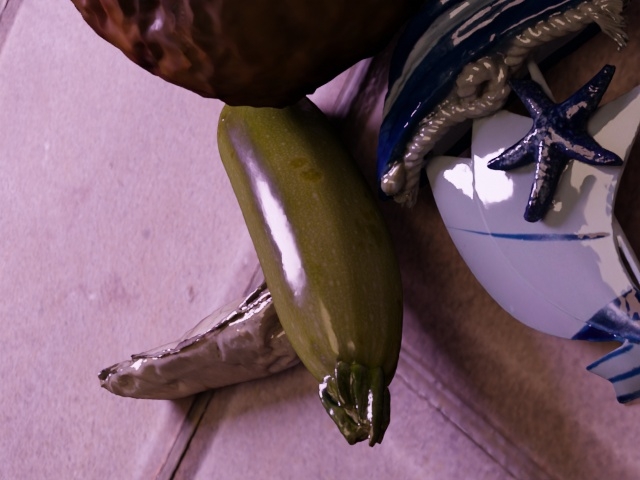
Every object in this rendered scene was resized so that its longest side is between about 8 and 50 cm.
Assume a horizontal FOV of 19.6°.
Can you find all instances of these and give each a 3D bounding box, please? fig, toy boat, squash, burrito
[{"bbox_3d":[-0.079,-0.251,1.134,0.286,0.368,0.286,-6,73,22],"label":"fig"},{"bbox_3d":[0.145,-0.056,1.109,0.291,0.070,0.210,44,118,38],"label":"toy boat"},{"bbox_3d":[0.000,0.000,1.200,0.094,0.094,0.341,-52,36,25],"label":"squash"},{"bbox_3d":[-0.071,0.073,1.305,0.229,0.063,0.058,-20,42,44],"label":"burrito"}]
